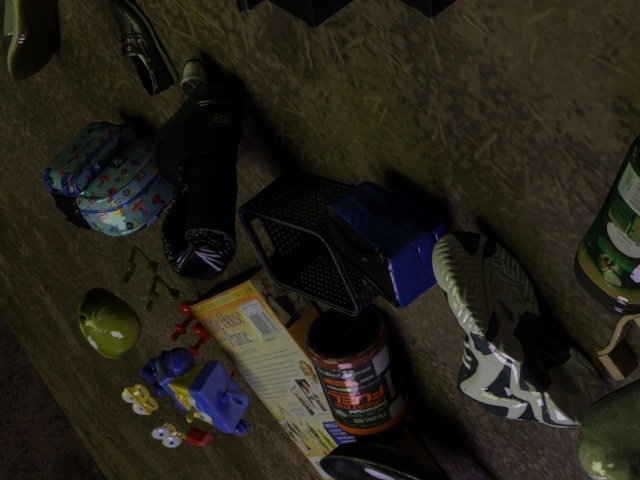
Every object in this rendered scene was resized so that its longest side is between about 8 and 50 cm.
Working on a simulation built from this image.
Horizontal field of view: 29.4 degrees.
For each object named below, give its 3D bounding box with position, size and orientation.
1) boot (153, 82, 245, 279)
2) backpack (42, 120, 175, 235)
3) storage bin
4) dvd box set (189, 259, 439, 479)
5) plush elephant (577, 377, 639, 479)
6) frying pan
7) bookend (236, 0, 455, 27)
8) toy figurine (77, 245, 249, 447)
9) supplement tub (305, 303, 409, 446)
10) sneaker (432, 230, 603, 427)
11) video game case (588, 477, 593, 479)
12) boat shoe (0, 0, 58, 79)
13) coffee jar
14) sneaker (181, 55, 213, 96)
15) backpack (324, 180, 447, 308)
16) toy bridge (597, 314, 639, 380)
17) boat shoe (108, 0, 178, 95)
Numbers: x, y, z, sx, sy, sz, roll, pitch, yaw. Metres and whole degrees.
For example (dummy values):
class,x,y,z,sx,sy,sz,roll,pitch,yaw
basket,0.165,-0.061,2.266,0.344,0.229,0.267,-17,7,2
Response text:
class,x,y,z,sx,sy,sz,roll,pitch,yaw
boot,-0.155,-0.050,1.472,0.094,0.207,0.246,11,158,-17
backpack,-0.281,-0.085,1.703,0.173,0.158,0.117,16,146,49
storage bin,0.000,0.000,1.422,0.180,0.084,0.122,20,142,51
dvd box set,-0.008,0.226,1.795,0.420,0.062,0.307,52,157,-5
plush elephant,0.380,0.138,0.721,0.330,0.271,0.255,-47,55,43
frying pan,0.151,0.320,1.555,0.326,0.053,0.197,8,154,27
bookend,0.039,-0.215,0.948,0.157,0.156,0.072,34,151,31
toy figurine,-0.190,0.194,1.906,0.217,0.191,0.363,12,142,43
supplement tub,0.054,0.181,1.564,0.106,0.106,0.198,27,148,42
sneaker,0.167,0.101,1.256,0.235,0.094,0.153,45,149,-12
video game case,0.372,0.320,1.315,0.166,0.015,0.119,54,156,-8
boat shoe,-0.420,-0.316,1.722,0.073,0.080,0.223,50,152,14
coffee jar,0.257,-0.018,0.925,0.079,0.096,0.184,45,157,19
sneaker,-0.141,-0.183,1.474,0.109,0.040,0.044,80,-172,-65
backpack,0.069,-0.004,1.273,0.120,0.101,0.098,37,151,37
toy bridge,0.303,0.082,1.076,0.063,0.026,0.188,53,156,-2
boat shoe,-0.228,-0.244,1.524,0.049,0.042,0.133,10,133,59
